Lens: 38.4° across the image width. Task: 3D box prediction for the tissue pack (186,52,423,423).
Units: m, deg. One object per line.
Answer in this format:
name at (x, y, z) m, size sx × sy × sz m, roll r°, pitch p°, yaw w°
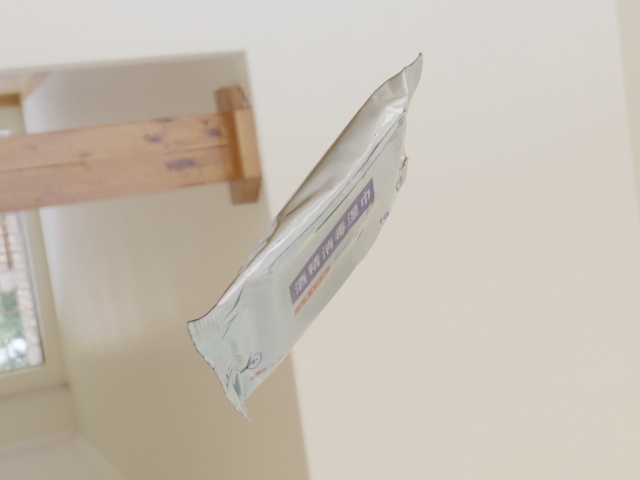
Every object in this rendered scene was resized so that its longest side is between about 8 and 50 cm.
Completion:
tissue pack at (0.000, 0.000, 0.498) m, size 0.026 × 0.193 × 0.122 m, roll 29°, pitch 155°, yaw 17°
